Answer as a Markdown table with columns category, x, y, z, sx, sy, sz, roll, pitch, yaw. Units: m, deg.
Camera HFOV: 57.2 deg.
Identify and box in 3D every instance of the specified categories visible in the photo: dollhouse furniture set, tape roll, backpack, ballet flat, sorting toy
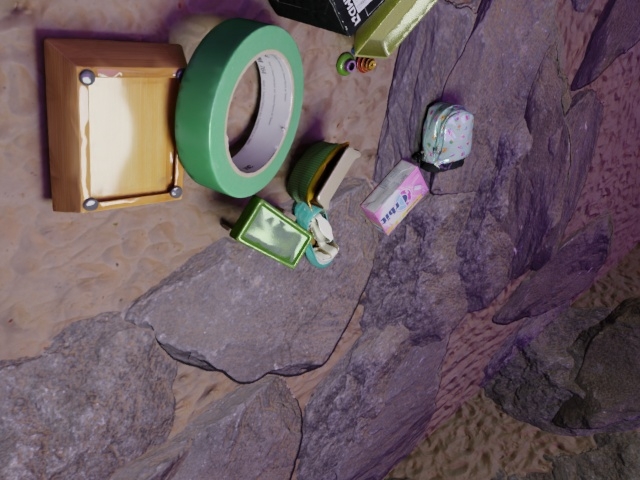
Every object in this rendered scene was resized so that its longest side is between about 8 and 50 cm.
| category | x | y | z | sx | sy | sz | roll | pitch | yaw |
| --- | --- | --- | --- | --- | --- | --- | --- | --- | --- |
| dollhouse furniture set | -0.077 | -0.117 | 1.266 | 0.151 | 0.197 | 0.301 | 32 | 87 | -29 |
| tape roll | -0.140 | -0.242 | 1.098 | 0.321 | 0.077 | 0.321 | -53 | 154 | -41 |
| backpack | 0.343 | -0.283 | 1.589 | 0.152 | 0.115 | 0.182 | -19 | 124 | -31 |
| ballet flat | 0.000 | 0.000 | 1.469 | 0.083 | 0.087 | 0.247 | -39 | 136 | -18 |
| sorting toy | 0.088 | -0.403 | 1.326 | 0.102 | 0.042 | 0.061 | -21 | 128 | -32 |

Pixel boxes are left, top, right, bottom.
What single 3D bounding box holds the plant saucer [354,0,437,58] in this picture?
| category | x | y | z | sx | sy | sz | roll | pitch | yaw |
| --- | --- | --- | --- | --- | --- | --- | --- | --- | --- |
| plant saucer | 0.157 | -0.481 | 1.267 | 0.188 | 0.045 | 0.188 | -45 | 171 | 30 |

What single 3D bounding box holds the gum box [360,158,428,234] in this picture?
| category | x | y | z | sx | sy | sz | roll | pitch | yaw |
| --- | --- | --- | --- | --- | --- | --- | --- | --- | --- |
| gum box | 0.207 | -0.121 | 1.603 | 0.188 | 0.062 | 0.107 | -48 | 138 | -8 |

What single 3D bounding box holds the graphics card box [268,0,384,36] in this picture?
| category | x | y | z | sx | sy | sz | roll | pitch | yaw |
| --- | --- | --- | --- | --- | --- | --- | --- | --- | --- |
| graphics card box | 0.085 | -0.552 | 1.085 | 0.371 | 0.233 | 0.094 | -48 | 139 | -8 |

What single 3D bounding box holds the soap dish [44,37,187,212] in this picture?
| category | x | y | z | sx | sy | sz | roll | pitch | yaw |
| --- | --- | --- | --- | --- | --- | --- | --- | --- | --- |
| soap dish | -0.339 | -0.188 | 1.008 | 0.229 | 0.118 | 0.291 | -12 | 122 | -38 |
